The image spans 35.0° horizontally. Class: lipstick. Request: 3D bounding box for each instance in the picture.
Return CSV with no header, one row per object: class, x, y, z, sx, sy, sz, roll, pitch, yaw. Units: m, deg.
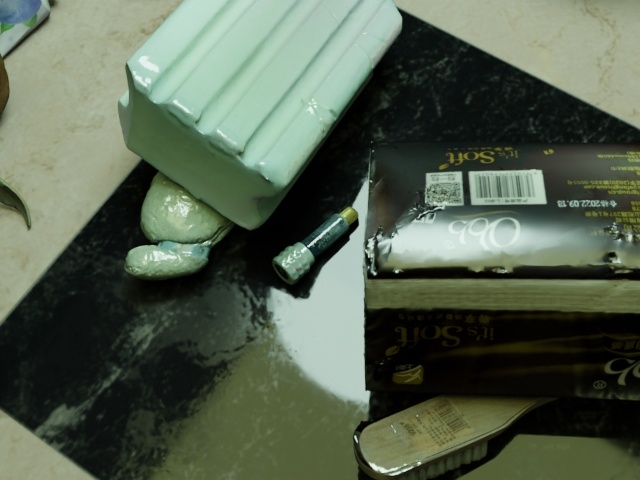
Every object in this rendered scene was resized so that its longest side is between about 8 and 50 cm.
lipstick,0.000,0.000,1.119,0.116,0.037,0.037,-40,68,-18

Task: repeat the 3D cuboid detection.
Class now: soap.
soap,-0.055,-0.205,1.131,0.208,0.115,0.347,35,58,-2

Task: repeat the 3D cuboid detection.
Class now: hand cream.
hand cream,-0.390,-0.281,1.278,0.142,0.053,0.084,-40,68,-3

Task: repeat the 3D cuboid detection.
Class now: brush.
brush,0.186,0.170,1.016,0.327,0.065,0.070,-20,45,-15

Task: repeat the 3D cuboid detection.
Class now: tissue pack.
tissue pack,0.215,0.023,0.982,0.369,0.198,0.210,2,48,6

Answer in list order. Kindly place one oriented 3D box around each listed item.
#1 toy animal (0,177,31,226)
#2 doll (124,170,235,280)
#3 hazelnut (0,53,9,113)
toy animal,-0.433,-0.069,1.128,0.219,0.155,0.095,23,58,6
doll,-0.141,-0.042,1.127,0.103,0.072,0.214,20,63,15
hazelnut,-0.440,-0.189,1.176,0.143,0.154,0.143,4,102,19
